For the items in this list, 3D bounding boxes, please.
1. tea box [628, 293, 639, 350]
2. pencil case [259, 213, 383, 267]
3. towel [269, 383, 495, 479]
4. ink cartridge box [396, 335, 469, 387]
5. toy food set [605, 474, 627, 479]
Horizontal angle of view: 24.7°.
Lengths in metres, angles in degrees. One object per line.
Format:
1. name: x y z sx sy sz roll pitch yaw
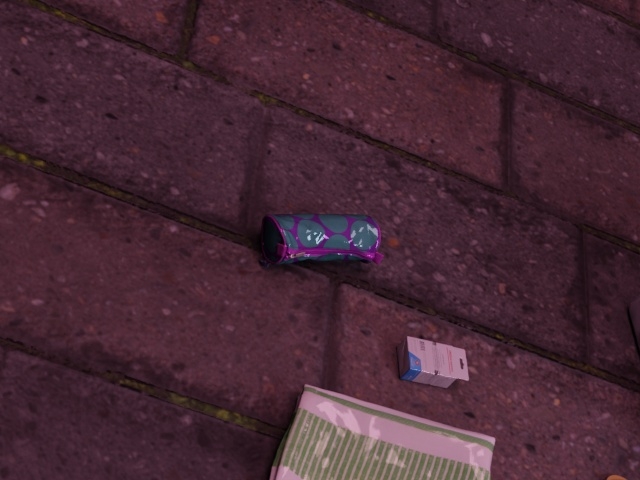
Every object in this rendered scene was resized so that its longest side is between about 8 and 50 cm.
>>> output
1. tea box: 0.634 0.187 1.939 0.329 0.220 0.323 9 52 -24
2. pencil case: 0.000 0.000 1.801 0.152 0.064 0.070 -1 42 -32
3. towel: 0.050 0.313 1.562 0.248 0.038 0.324 15 48 4
4. ink cartridge box: 0.138 0.151 1.795 0.083 0.028 0.048 14 51 -22
5. toy food set: 0.379 0.334 1.809 0.083 0.020 0.082 41 46 1
